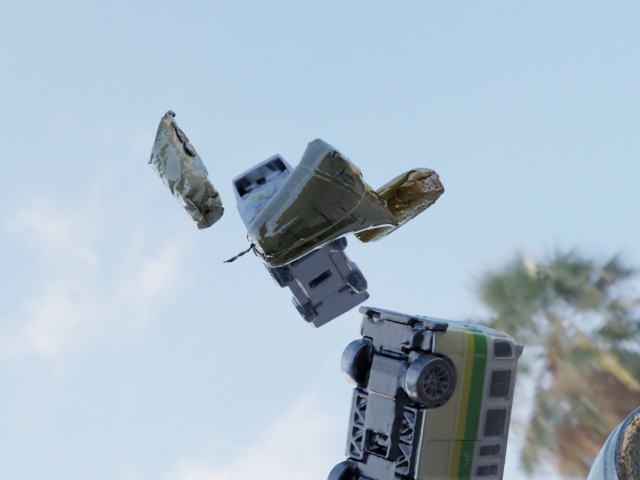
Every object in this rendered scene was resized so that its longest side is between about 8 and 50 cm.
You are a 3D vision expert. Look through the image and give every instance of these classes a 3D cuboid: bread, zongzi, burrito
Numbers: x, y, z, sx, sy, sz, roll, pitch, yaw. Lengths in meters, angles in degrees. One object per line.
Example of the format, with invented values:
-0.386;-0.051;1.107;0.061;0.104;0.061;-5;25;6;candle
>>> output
0.092;-0.046;2.027;0.132;0.053;0.074;-37;-13;35;bread
0.000;0.000;1.905;0.189;0.081;0.178;-54;-48;-10;zongzi
-0.155;-0.077;1.806;0.055;0.149;0.041;-28;-21;-8;burrito

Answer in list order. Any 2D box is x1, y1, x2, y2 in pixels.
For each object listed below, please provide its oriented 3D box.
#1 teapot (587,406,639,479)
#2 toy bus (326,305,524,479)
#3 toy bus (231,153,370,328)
0.424;0.383;2.072;0.321;0.239;0.239;-48;-9;-41;teapot
0.122;0.237;1.839;0.179;0.143;0.305;6;-89;-38;toy bus
-0.025;0.008;2.147;0.109;0.136;0.329;-31;-24;-1;toy bus
